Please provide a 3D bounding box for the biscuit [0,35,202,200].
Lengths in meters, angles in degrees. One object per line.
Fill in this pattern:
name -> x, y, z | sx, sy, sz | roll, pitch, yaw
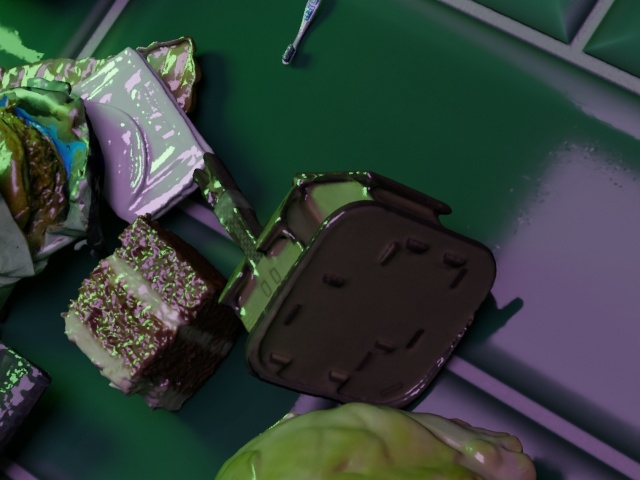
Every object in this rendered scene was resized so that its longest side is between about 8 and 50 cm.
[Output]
biscuit -> -0.260, -0.124, 1.658 | 0.274, 0.036, 0.187 | -4, 70, 17

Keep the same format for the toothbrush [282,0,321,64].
toothbrush -> -0.004, -0.262, 1.635 | 0.014, 0.017, 0.162 | 23, 76, 11

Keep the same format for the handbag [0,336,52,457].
handbag -> -0.413, 0.150, 1.571 | 0.270, 0.089, 0.175 | 27, 88, 25

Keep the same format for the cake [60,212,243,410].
cake -> -0.166, 0.076, 1.504 | 0.147, 0.135, 0.134 | -46, 64, 4

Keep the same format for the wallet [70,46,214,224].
wallet -> -0.200, -0.110, 1.596 | 0.124, 0.032, 0.183 | -37, 66, 4

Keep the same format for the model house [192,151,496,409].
model house -> 0.000, 0.000, 1.469 | 0.205, 0.218, 0.278 | -55, 39, 15

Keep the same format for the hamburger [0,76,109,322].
hamburger -> -0.363, -0.057, 1.576 | 0.276, 0.150, 0.260 | -33, 72, 23

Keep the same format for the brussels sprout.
brussels sprout -> 0.040, 0.283, 1.311 | 0.317, 0.242, 0.273 | -3, 46, 13
